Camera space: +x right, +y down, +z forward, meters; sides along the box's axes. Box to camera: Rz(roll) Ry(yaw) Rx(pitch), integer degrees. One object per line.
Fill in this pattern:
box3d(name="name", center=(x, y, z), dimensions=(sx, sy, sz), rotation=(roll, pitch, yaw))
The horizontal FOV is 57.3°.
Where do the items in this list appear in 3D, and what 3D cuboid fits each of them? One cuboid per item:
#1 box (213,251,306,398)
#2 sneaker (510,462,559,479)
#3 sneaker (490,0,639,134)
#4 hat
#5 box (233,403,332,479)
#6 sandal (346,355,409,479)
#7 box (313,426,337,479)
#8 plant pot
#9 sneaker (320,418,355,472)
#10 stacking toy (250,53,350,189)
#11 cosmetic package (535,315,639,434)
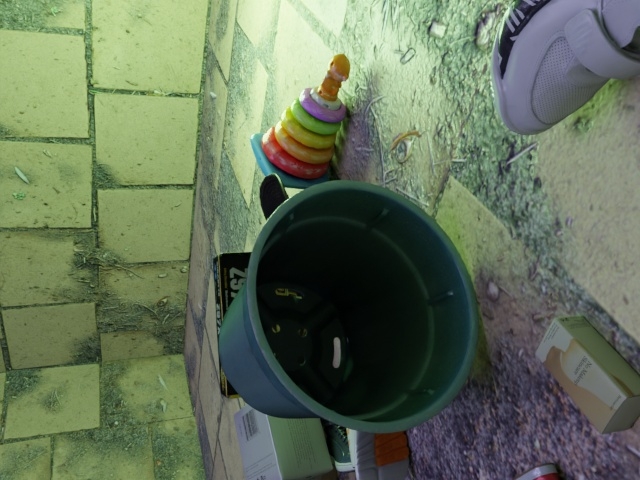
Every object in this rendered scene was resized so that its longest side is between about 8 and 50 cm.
box3d(name="box", center=(-0.109, 0.186, 1.360), dimensions=(0.079, 0.257, 0.322), rotation=(158, 109, -68))
box3d(name="sneaker", center=(0.258, 0.326, 0.716), dimensions=(0.118, 0.042, 0.067), rotation=(114, 150, -45))
box3d(name="sneaker", center=(0.280, -0.182, 0.474), dimensions=(0.366, 0.137, 0.210), rotation=(118, 146, -47))
box3d(name="hat", center=(0.000, 0.000, 1.217), dimensions=(0.331, 0.133, 0.331), rotation=(57, 162, 30))
box3d(name="box", center=(-0.084, 0.419, 1.229), dimensions=(0.181, 0.119, 0.182), rotation=(-49, 50, 48))
box3d(name="sandal", center=(0.096, 0.328, 1.075), dimensions=(0.076, 0.101, 0.266), rotation=(124, 147, -59))
box3d(name="box", center=(-0.048, 0.536, 1.397), dimensions=(0.148, 0.121, 0.311), rotation=(-35, 59, 56))
box3d(name="plant pot", center=(0.002, 0.131, 0.910), dimensions=(0.334, 0.340, 0.341), rotation=(140, 125, -58))
box3d(name="sneaker", center=(0.052, 0.377, 1.193), dimensions=(0.226, 0.086, 0.164), rotation=(148, 115, -67))
box3d(name="stacking toy", center=(-0.012, -0.264, 1.246), dimensions=(0.302, 0.165, 0.175), rotation=(-58, 46, 37))
box3d(name="cosmetic package", center=(0.287, 0.140, 0.623), dimensions=(0.115, 0.041, 0.060), rotation=(-119, 34, -50))
